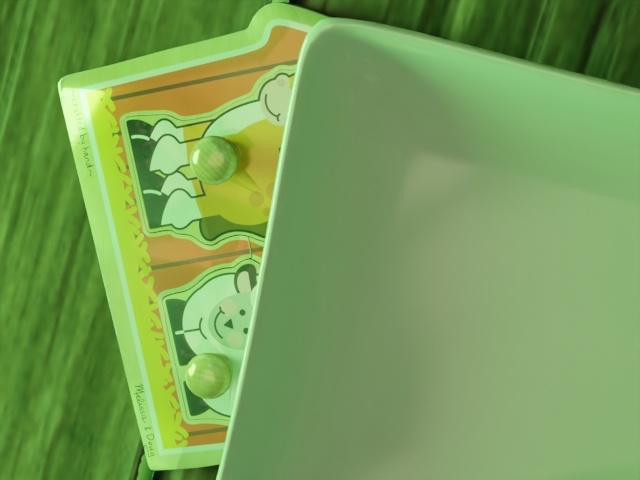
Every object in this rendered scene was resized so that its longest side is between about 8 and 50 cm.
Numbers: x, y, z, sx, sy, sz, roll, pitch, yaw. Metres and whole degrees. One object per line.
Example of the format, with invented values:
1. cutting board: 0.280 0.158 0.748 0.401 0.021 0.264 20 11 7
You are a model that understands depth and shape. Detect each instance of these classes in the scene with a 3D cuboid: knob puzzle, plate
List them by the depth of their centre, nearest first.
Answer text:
1. plate: 0.103 0.077 0.683 0.278 0.045 0.277 12 101 3
2. knob puzzle: 0.000 0.000 0.721 0.213 0.030 0.213 2 99 14
